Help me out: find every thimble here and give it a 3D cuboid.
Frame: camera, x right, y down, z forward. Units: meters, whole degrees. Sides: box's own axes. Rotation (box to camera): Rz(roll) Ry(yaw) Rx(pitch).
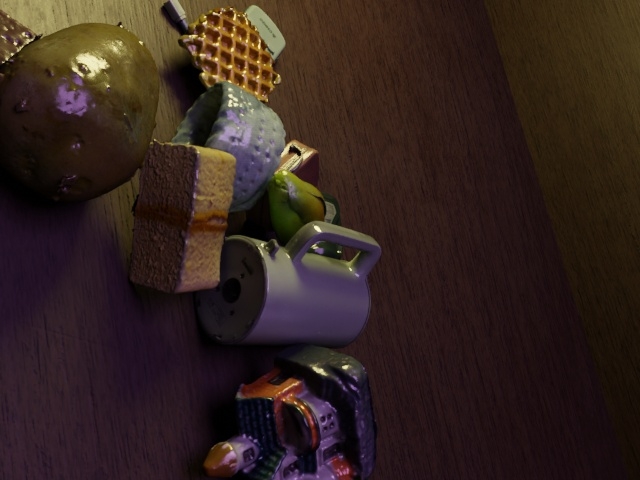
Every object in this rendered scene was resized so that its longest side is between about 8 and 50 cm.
[{"bbox_3d":[-0.188,-0.179,1.464,0.172,0.205,0.250,32,70,-34],"label":"thimble"}]

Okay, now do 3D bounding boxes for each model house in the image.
[{"bbox_3d":[-0.065,0.365,1.312,0.300,0.190,0.272,-19,113,-43],"label":"model house"}]

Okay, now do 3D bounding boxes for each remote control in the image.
[{"bbox_3d":[-0.175,-0.446,1.741,0.140,0.056,0.296,50,42,-22],"label":"remote control"}]

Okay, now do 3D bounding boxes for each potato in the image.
[{"bbox_3d":[-0.392,-0.222,1.238,0.359,0.219,0.270,-65,141,-51],"label":"potato"}]

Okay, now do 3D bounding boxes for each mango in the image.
[{"bbox_3d":[-0.049,-0.063,1.483,0.233,0.111,0.125,73,19,-54],"label":"mango"}]

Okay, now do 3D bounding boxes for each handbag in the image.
[{"bbox_3d":[-0.079,-0.125,1.591,0.072,0.151,0.193,31,51,20],"label":"handbag"}]

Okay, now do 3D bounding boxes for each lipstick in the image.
[{"bbox_3d":[-0.308,-0.487,1.632,0.107,0.025,0.025,58,38,-18],"label":"lipstick"}]

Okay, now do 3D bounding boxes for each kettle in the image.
[{"bbox_3d":[-0.058,0.086,1.460,0.318,0.205,0.265,14,89,-46],"label":"kettle"}]

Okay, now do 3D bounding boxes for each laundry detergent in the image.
[{"bbox_3d":[0.000,0.000,1.696,0.144,0.078,0.222,11,62,-43],"label":"laundry detergent"}]

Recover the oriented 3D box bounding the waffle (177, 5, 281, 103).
[{"bbox_3d":[-0.193,-0.396,1.621,0.238,0.058,0.243,55,45,-17],"label":"waffle"}]

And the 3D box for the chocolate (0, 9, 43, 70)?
[{"bbox_3d":[-0.580,-0.261,1.142,0.112,0.112,0.321,42,45,-14],"label":"chocolate"}]

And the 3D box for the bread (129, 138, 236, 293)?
[{"bbox_3d":[-0.242,-0.041,1.303,0.178,0.142,0.266,5,93,-24],"label":"bread"}]

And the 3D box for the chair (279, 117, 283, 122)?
[{"bbox_3d":[-0.150,-0.189,1.618,0.212,0.084,0.101,-36,103,-51],"label":"chair"}]
